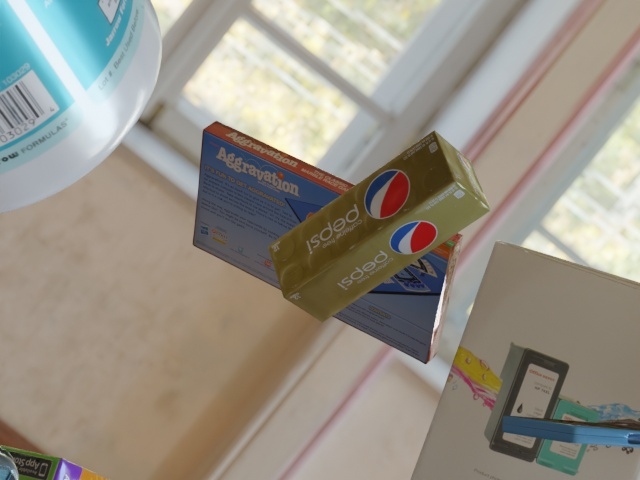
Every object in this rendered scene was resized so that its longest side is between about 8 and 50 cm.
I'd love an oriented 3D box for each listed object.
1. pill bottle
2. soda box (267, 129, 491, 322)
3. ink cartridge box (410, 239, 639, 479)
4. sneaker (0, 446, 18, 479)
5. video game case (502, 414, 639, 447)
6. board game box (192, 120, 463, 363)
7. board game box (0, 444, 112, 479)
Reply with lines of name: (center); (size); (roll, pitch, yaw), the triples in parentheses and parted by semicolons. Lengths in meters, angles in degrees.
pill bottle: (-0.174, -0.138, 0.630); (0.146, 0.146, 0.264); (45, -11, 39)
soda box: (0.047, -0.009, 1.344); (0.058, 0.181, 0.061); (34, 28, -45)
ink cartridge box: (0.230, 0.166, 1.468); (0.197, 0.270, 0.198); (19, -2, 26)
sneaker: (-0.336, 0.295, 1.378); (0.125, 0.262, 0.104); (20, -24, 46)
video game case: (0.238, 0.149, 1.224); (0.166, 0.015, 0.119); (7, -4, -19)
board game box: (0.000, 0.000, 1.561); (0.281, 0.145, 0.027); (26, 41, 22)
board game box: (-0.441, 0.477, 2.175); (0.356, 0.356, 0.356); (7, -19, 30)
